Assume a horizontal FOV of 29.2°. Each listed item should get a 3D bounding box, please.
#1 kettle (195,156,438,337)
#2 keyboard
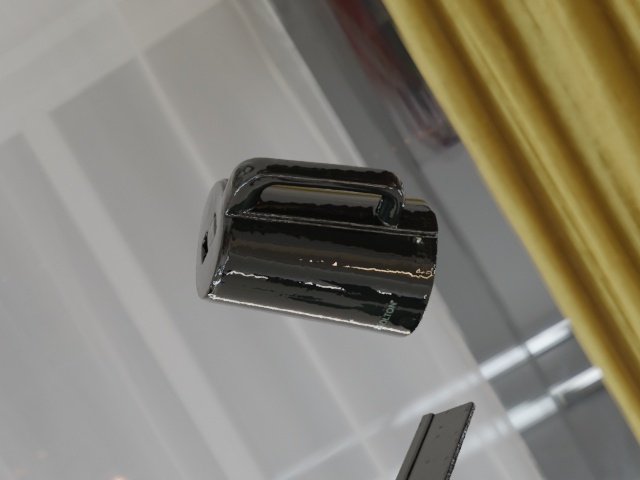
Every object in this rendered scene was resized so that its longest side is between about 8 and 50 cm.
[{"bbox_3d":[-0.002,0.015,1.714,0.308,0.203,0.262,9,169,-16],"label":"kettle"},{"bbox_3d":[0.154,0.330,1.787,0.101,0.018,0.310,-21,-165,26],"label":"keyboard"}]
